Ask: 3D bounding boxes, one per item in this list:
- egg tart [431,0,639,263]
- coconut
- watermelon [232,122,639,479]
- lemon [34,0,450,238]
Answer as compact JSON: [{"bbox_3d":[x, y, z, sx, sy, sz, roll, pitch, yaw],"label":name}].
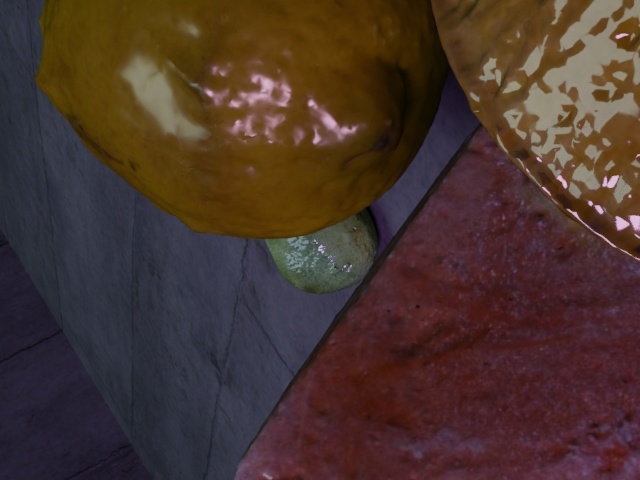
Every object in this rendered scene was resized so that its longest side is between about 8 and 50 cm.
[{"bbox_3d":[0.150,-0.096,0.399,0.203,0.202,0.147,57,150,14],"label":"egg tart"},{"bbox_3d":[0.000,0.000,1.000,0.088,0.087,0.096,63,154,-3],"label":"coconut"},{"bbox_3d":[0.134,0.040,0.541,0.250,0.292,0.283,-40,76,38],"label":"watermelon"},{"bbox_3d":[-0.045,-0.119,0.759,0.288,0.233,0.234,35,146,47],"label":"lemon"}]
